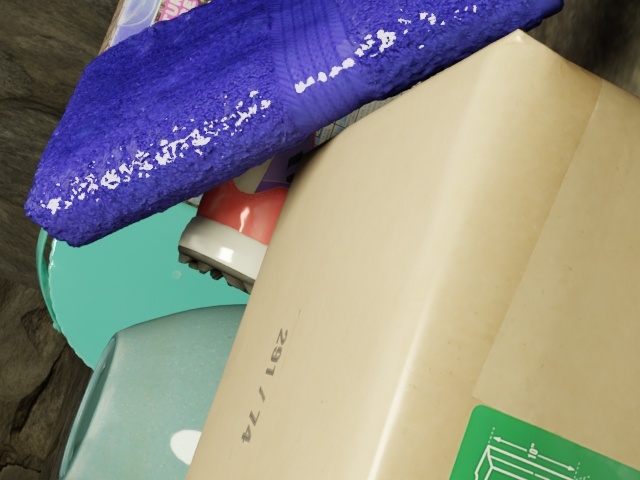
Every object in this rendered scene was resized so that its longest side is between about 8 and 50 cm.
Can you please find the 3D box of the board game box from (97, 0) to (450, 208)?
[{"bbox_3d":[-0.048,-0.137,1.082,0.141,0.291,0.232,156,134,-71],"label":"board game box"}]

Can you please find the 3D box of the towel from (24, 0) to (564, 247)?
[{"bbox_3d":[-0.021,-0.117,0.718,0.308,0.076,0.227,-26,19,11],"label":"towel"}]

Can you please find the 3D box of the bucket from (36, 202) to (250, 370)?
[{"bbox_3d":[-0.149,0.027,1.237,0.183,0.281,0.281,-165,97,-82],"label":"bucket"}]

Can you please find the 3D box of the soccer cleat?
[{"bbox_3d":[0.000,0.000,0.888,0.116,0.108,0.318,-65,-20,-3],"label":"soccer cleat"}]

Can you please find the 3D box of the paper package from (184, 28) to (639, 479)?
[{"bbox_3d":[0.050,0.102,0.593,0.325,0.168,0.309,-70,13,-12],"label":"paper package"}]

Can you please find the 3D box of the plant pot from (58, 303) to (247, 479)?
[{"bbox_3d":[-0.103,0.171,1.021,0.290,0.195,0.290,-60,15,29],"label":"plant pot"}]
